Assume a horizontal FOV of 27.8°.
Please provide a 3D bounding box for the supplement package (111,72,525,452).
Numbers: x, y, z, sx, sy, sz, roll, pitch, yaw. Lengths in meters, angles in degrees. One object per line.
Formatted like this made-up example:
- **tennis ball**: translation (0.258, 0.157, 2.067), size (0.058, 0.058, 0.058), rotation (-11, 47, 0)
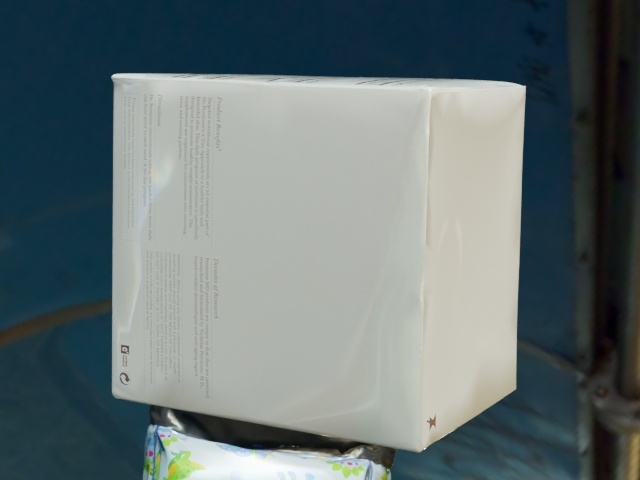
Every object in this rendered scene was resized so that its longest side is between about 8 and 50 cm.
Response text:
- **supplement package**: translation (0.000, 0.000, 0.765), size (0.149, 0.203, 0.194), rotation (-14, -73, -60)

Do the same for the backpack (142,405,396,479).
- **backpack**: translation (-0.075, 0.348, 1.360), size (0.273, 0.290, 0.355), rotation (160, 122, -88)
